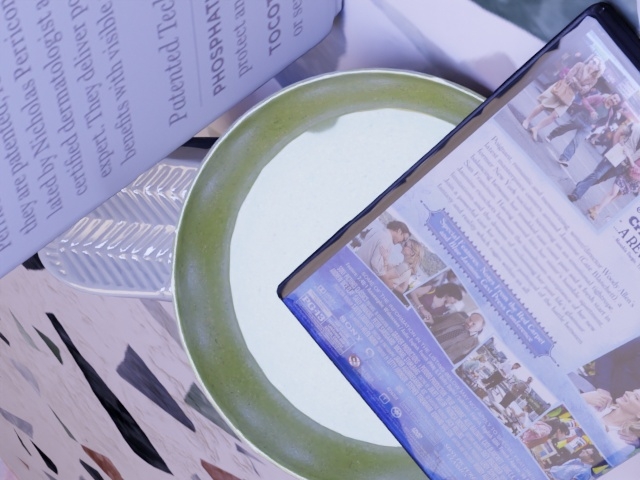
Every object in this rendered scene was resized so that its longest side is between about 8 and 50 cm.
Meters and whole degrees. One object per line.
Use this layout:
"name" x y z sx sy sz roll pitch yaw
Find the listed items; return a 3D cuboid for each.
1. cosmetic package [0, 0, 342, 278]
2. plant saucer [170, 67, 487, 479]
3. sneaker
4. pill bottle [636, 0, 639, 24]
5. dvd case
"cosmetic package" -0.239 -0.190 0.774 0.329 0.393 0.327 41 156 24
"plant saucer" 0.036 0.024 0.887 0.241 0.241 0.037 49 -160 4
"sneaker" 0.000 0.000 1.005 0.350 0.148 0.131 17 104 24
"pill bottle" 0.179 -0.132 0.394 0.152 0.152 0.272 43 157 19
"dvd case" 0.108 0.027 0.792 0.180 0.022 0.253 50 129 3
